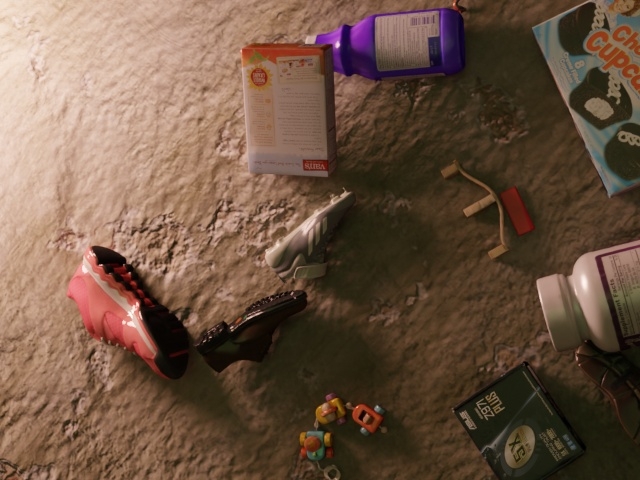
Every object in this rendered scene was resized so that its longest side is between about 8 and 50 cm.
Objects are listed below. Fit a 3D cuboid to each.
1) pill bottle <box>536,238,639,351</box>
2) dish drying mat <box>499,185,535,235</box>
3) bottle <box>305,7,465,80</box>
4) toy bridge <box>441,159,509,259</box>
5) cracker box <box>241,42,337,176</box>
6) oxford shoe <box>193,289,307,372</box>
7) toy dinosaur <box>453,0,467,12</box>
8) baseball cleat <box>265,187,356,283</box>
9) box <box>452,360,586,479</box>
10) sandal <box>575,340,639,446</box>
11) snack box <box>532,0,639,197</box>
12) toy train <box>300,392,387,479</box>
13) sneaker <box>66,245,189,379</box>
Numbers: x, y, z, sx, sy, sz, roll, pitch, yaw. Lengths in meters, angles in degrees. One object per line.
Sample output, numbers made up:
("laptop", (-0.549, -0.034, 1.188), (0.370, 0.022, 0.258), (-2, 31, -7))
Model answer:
("pill bottle", (0.511, 0.085, 1.668), (0.301, 0.169, 0.169), (-16, 81, 15))
("dish drying mat", (0.344, -0.051, 1.811), (0.032, 0.008, 0.083), (-25, 78, 12))
("bottle", (0.115, -0.346, 1.856), (0.282, 0.092, 0.118), (-3, 86, 16))
("toy bridge", (0.282, -0.062, 1.820), (0.063, 0.026, 0.188), (-30, 78, 9))
("cracker box", (-0.055, -0.235, 1.866), (0.155, 0.067, 0.232), (4, 111, 16))
("oxford shoe", (-0.112, 0.167, 1.896), (0.227, 0.083, 0.096), (-31, 100, 10))
("toy dinosaur", (0.267, -0.452, 1.862), (0.082, 0.047, 0.090), (-39, 43, 18))
("baseball cleat", (0.000, 0.000, 1.883), (0.206, 0.072, 0.109), (-37, 90, 15))
("box", (0.335, 0.317, 1.746), (0.147, 0.077, 0.180), (-35, 77, 11))
("sandal", (0.507, 0.255, 1.717), (0.090, 0.060, 0.219), (-42, 62, 3))
("snack box", (0.510, -0.255, 1.753), (0.187, 0.060, 0.322), (-25, 79, 12))
("toy train", (0.034, 0.345, 1.846), (0.125, 0.046, 0.166), (38, 96, 16))
("sneaker", (-0.367, 0.158, 1.958), (0.136, 0.116, 0.314), (-48, 68, 18))
